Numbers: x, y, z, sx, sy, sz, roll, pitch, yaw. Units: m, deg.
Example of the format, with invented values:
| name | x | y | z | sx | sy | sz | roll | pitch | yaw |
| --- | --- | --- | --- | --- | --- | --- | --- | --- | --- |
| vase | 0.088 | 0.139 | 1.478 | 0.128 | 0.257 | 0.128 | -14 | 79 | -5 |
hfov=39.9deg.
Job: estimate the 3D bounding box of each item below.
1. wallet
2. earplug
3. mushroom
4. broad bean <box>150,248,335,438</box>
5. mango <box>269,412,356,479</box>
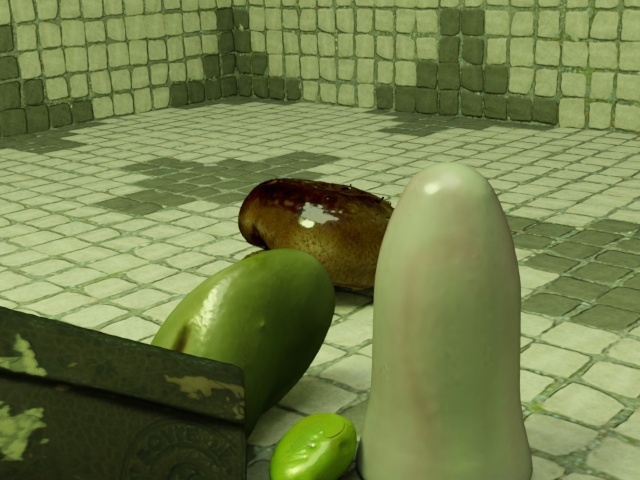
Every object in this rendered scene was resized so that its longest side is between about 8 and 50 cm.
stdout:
| name | x | y | z | sx | sy | sz | roll | pitch | yaw |
| --- | --- | --- | --- | --- | --- | --- | --- | --- | --- |
| wallet | -0.200 | 0.142 | 0.705 | 0.321 | 0.170 | 0.044 | 21 | -38 | -30 |
| earplug | 0.117 | 0.075 | 0.821 | 0.172 | 0.301 | 0.172 | -1 | 17 | 0 |
| mushroom | -0.004 | -0.012 | 1.349 | 0.278 | 0.163 | 0.297 | -13 | 22 | -34 |
| broad bean | -0.082 | 0.108 | 0.933 | 0.121 | 0.189 | 0.263 | 13 | 35 | 31 |
| mango | -0.008 | 0.204 | 0.831 | 0.073 | 0.056 | 0.108 | -3 | 19 | 27 |
